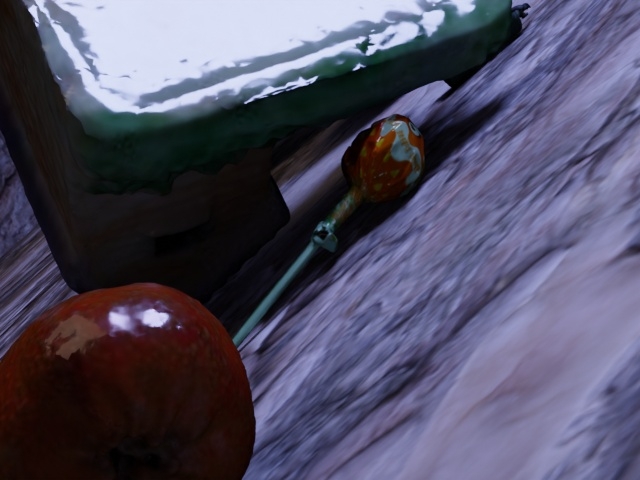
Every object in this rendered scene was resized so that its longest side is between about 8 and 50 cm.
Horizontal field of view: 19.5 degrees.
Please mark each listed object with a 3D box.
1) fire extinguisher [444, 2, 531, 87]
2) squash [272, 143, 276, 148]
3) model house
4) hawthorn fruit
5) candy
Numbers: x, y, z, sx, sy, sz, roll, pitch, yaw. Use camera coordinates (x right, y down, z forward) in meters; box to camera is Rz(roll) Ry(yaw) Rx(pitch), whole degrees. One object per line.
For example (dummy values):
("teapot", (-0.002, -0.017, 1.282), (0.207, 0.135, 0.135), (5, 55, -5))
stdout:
("fire extinguisher", (0.117, -0.143, 1.309), (0.083, 0.025, 0.038), (-39, -7, -6))
("squash", (-0.049, -0.152, 1.716), (0.219, 0.041, 0.219), (-54, 17, 25))
("model house", (-0.055, -0.106, 1.226), (0.312, 0.245, 0.280), (-21, -29, -19))
("hawthorn fruit", (-0.083, 0.074, 0.780), (0.128, 0.128, 0.128), (-38, 9, 7))
("candy", (0.000, 0.000, 1.074), (0.184, 0.049, 0.055), (-51, -19, -19))
